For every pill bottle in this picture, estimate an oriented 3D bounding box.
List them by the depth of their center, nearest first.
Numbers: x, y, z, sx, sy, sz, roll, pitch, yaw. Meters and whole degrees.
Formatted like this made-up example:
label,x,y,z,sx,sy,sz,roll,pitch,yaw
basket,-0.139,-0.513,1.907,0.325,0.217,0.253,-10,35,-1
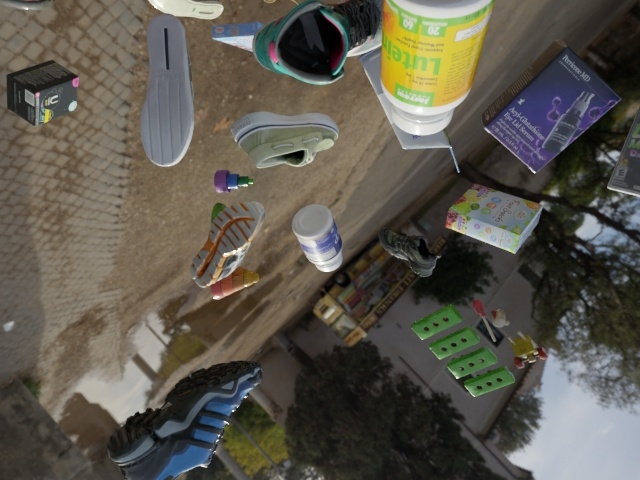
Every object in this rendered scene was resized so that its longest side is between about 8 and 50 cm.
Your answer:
label,x,y,z,sx,sy,sz,roll,pitch,yaw
pill bottle,0.153,-0.265,0.674,0.136,0.136,0.246,-44,157,-16
pill bottle,0.000,0.000,1.328,0.112,0.112,0.187,-44,142,-16

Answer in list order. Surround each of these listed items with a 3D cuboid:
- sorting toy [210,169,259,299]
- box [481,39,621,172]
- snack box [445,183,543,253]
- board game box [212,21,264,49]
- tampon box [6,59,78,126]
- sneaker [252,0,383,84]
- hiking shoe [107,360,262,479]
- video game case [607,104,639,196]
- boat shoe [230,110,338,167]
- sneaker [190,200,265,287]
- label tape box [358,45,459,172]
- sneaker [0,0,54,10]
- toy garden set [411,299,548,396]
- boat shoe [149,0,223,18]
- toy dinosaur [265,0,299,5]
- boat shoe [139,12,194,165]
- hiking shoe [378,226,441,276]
label,x,y,z,sx,sy,sz,roll,pitch,yaw
sorting toy,-0.231,-0.019,1.351,0.127,0.126,0.366,53,37,-81
box,0.458,-0.271,0.983,0.207,0.153,0.108,-48,-172,31
snack box,0.489,-0.069,1.363,0.174,0.207,0.070,-40,142,-37
board game box,-0.170,-0.560,1.349,0.211,0.160,0.039,-15,112,-58
tampon box,-0.805,-0.430,1.408,0.120,0.101,0.161,-59,177,41
sneaker,0.038,-0.340,0.778,0.295,0.124,0.178,-21,-149,-2
hiking shoe,-0.212,0.313,0.830,0.113,0.132,0.304,-7,-168,41
video game case,0.593,-0.144,0.782,0.022,0.190,0.173,6,106,-36
boat shoe,-0.057,-0.193,0.974,0.109,0.094,0.302,-26,174,37
sneaker,-0.173,0.003,0.947,0.215,0.084,0.083,-46,161,27
label tape box,0.224,-0.342,1.210,0.115,0.348,0.249,-21,-155,19
sneaker,-0.466,-0.484,0.717,0.115,0.314,0.136,-5,156,-29
toy garden set,0.363,0.224,1.093,0.203,0.244,0.049,-35,-166,31
boat shoe,-0.391,-0.694,1.378,0.233,0.079,0.084,-16,171,-46
toy dinosaur,-0.146,-0.796,1.521,0.053,0.183,0.093,-95,-164,-60
boat shoe,-0.344,-0.344,1.134,0.119,0.120,0.336,-97,-165,-78
hiking shoe,0.297,0.011,1.602,0.086,0.226,0.114,-30,152,-46
